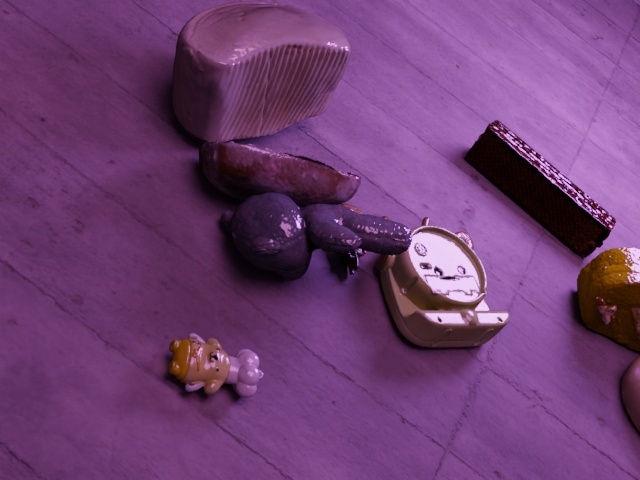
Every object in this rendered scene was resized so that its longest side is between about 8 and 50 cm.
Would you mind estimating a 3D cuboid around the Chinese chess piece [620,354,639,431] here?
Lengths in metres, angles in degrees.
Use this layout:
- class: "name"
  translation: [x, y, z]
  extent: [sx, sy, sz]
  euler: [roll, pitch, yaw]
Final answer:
- class: "Chinese chess piece"
  translation: [0.762, 0.344, 2.056]
  extent: [0.251, 0.097, 0.251]
  euler: [18, 47, -20]

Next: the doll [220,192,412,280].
- class: "doll"
  translation: [-0.004, 0.007, 1.786]
  extent: [0.340, 0.158, 0.246]
  euler: [9, 9, -21]

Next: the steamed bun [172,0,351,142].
- class: "steamed bun"
  translation: [-0.143, -0.364, 1.967]
  extent: [0.383, 0.247, 0.236]
  euler: [-21, 56, -37]

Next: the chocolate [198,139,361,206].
- class: "chocolate"
  translation: [-0.084, -0.117, 1.859]
  extent: [0.303, 0.185, 0.100]
  euler: [11, 83, -23]

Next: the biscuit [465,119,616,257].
- class: "biscuit"
  translation: [0.524, -0.122, 2.301]
  extent: [0.388, 0.107, 0.073]
  euler: [41, 39, 5]

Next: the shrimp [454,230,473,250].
- class: "shrimp"
  translation: [0.297, 0.013, 2.093]
  extent: [0.108, 0.023, 0.059]
  euler: [-26, 79, -44]

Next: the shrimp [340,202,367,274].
- class: "shrimp"
  translation: [0.068, -0.001, 1.945]
  extent: [0.099, 0.041, 0.180]
  euler: [31, 39, -29]

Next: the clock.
- class: "clock"
  translation: [0.227, 0.067, 1.941]
  extent: [0.235, 0.096, 0.308]
  euler: [1, 52, -33]

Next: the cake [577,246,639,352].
- class: "cake"
  translation: [0.708, 0.135, 2.144]
  extent: [0.260, 0.179, 0.156]
  euler: [23, 45, -14]

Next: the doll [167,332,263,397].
- class: "doll"
  translation: [-0.169, 0.205, 1.576]
  extent: [0.162, 0.062, 0.106]
  euler: [16, 51, -24]
